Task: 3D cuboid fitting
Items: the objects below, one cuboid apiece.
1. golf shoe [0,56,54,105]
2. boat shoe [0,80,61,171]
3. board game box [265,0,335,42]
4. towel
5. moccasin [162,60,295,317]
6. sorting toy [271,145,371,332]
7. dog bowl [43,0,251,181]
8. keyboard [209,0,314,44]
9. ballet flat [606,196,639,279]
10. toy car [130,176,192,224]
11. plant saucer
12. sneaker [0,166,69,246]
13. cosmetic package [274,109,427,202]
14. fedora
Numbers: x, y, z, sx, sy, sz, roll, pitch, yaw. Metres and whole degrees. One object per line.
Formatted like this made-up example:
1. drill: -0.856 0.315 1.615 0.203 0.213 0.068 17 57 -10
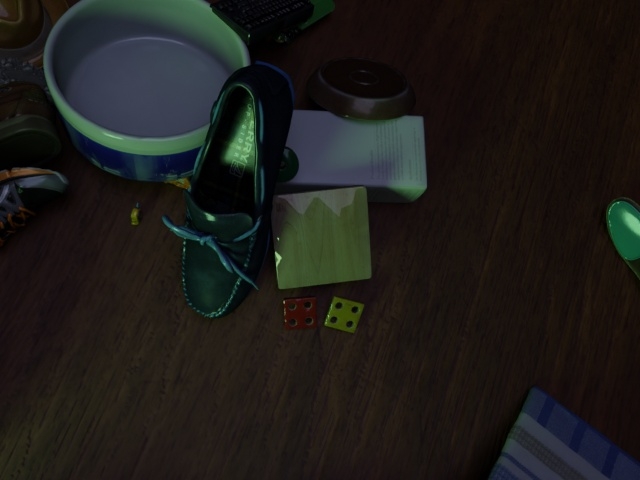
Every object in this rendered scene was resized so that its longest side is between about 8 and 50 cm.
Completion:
1. golf shoe: -0.453 -0.208 0.869 0.176 0.086 0.069 5 54 -35
2. boat shoe: -0.495 -0.116 0.815 0.307 0.111 0.105 -19 67 -9
3. board game box: -0.101 -0.435 1.003 0.124 0.039 0.259 -37 83 -16
4. towel: 0.317 0.358 0.830 0.209 0.034 0.285 37 52 6
5. moccasin: -0.129 -0.051 0.776 0.137 0.117 0.342 15 111 11
6. sorting toy: 0.000 0.000 0.872 0.132 0.046 0.275 -7 107 -5
7. dog bowl: -0.232 -0.217 0.863 0.264 0.104 0.265 5 64 -10
8. keyboard: -0.070 -0.331 0.912 0.108 0.023 0.180 43 44 2
9. ballet flat: 0.524 0.023 0.993 0.067 0.073 0.206 -18 81 -42
10. toy car: -0.214 -0.065 0.885 0.060 0.040 0.122 32 72 -1
11. plant saucer: 0.063 -0.234 0.938 0.168 0.029 0.169 5 40 -4
12. sneaker: -0.430 -0.030 0.819 0.214 0.084 0.083 -24 80 -4
13. cosmetic package: 0.036 -0.122 0.924 0.230 0.085 0.118 2 76 -8
14. fedora: -0.458 -0.332 0.888 0.194 0.079 0.195 2 76 -10
